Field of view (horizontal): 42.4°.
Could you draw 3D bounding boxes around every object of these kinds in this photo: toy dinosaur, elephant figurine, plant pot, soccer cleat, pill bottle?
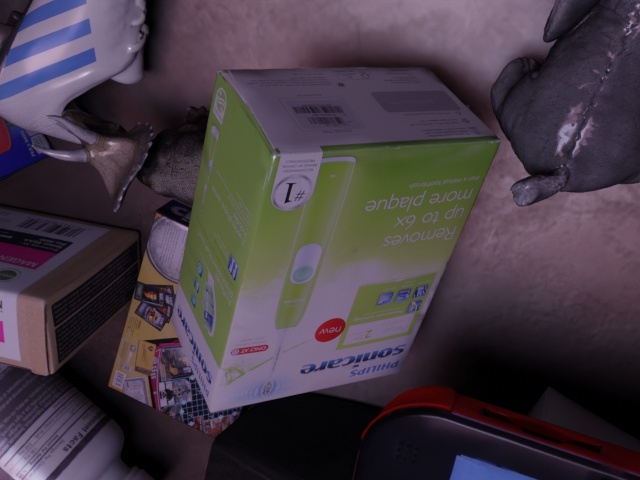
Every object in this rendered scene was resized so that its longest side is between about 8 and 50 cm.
[{"bbox_3d":[-0.091,-0.074,0.788,0.313,0.160,0.121,4,112,17],"label":"toy dinosaur"},{"bbox_3d":[0.237,-0.164,0.634,0.169,0.186,0.239,4,132,-22],"label":"elephant figurine"},{"bbox_3d":[-0.027,0.275,0.904,0.166,0.187,0.188,23,117,22],"label":"plant pot"},{"bbox_3d":[-0.211,-0.240,0.802,0.143,0.116,0.331,28,117,-18],"label":"soccer cleat"},{"bbox_3d":[-0.351,0.247,0.987,0.318,0.176,0.176,41,117,-1],"label":"pill bottle"}]

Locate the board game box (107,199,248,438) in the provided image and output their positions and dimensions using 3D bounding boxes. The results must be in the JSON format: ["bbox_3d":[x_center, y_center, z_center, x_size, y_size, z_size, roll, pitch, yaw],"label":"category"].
[{"bbox_3d":[-0.135,0.097,0.935,0.165,0.042,0.243,25,116,7],"label":"board game box"}]

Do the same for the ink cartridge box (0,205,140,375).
[{"bbox_3d":[-0.342,0.041,0.893,0.234,0.193,0.088,10,114,13],"label":"ink cartridge box"}]

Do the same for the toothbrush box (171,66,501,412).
[{"bbox_3d":[0.000,0.000,0.725,0.122,0.206,0.283,58,142,39],"label":"toothbrush box"}]

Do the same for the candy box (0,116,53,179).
[{"bbox_3d":[-0.444,-0.141,0.783,0.122,0.317,0.268,-22,103,24],"label":"candy box"}]

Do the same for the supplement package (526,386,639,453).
[{"bbox_3d":[0.226,0.336,0.842,0.177,0.175,0.293,31,117,6],"label":"supplement package"}]

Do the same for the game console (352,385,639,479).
[{"bbox_3d":[0.200,0.317,0.712,0.386,0.060,0.342,17,113,13],"label":"game console"}]
